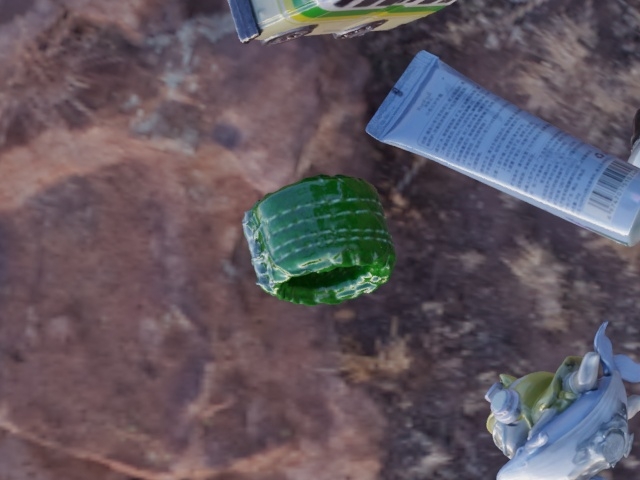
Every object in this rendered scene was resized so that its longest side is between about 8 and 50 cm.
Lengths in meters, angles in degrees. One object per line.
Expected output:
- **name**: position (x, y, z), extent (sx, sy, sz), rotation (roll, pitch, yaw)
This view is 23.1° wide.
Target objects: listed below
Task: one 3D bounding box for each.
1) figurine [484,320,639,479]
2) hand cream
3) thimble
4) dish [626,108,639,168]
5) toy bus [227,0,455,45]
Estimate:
- **figurine**: position (0.262, 0.186, 1.677), extent (0.208, 0.128, 0.184), rotation (-50, 32, -2)
- **hand cream**: position (0.170, -0.068, 1.262), extent (0.271, 0.058, 0.091), rotation (28, 76, 24)
- **thimble**: position (0.000, 0.000, 1.362), extent (0.118, 0.130, 0.090), rotation (130, 130, -60)
- **dish**: position (0.347, -0.105, 1.572), extent (0.141, 0.141, 0.078), rotation (-44, 63, 20)
- **toy bus**: position (0.043, -0.284, 1.501), extent (0.179, 0.305, 0.143), rotation (-18, 88, 31)
